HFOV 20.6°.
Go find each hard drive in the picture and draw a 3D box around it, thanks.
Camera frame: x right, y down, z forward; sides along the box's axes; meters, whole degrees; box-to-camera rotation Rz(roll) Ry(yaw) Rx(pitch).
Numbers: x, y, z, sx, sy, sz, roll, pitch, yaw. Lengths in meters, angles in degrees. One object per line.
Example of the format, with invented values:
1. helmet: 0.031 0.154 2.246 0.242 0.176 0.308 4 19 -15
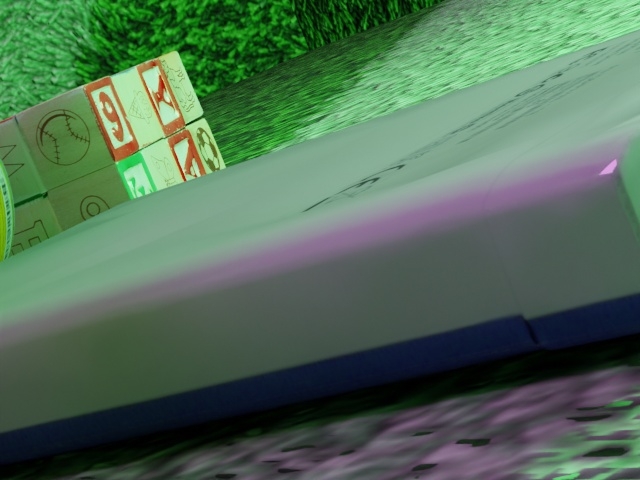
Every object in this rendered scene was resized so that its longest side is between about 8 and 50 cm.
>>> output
1. hard drive: 0.000 0.000 0.493 0.318 0.040 0.210 -16 10 40

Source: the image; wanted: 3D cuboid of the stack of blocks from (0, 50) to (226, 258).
1. stack of blocks: -0.218 -0.007 1.009 0.297 0.087 0.171 -21 7 15

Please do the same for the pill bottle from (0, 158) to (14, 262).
1. pill bottle: -0.201 0.001 0.710 0.136 0.136 0.246 -23 7 -3
